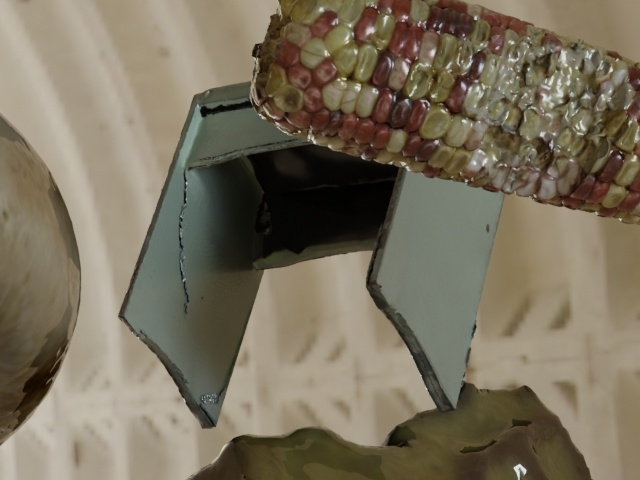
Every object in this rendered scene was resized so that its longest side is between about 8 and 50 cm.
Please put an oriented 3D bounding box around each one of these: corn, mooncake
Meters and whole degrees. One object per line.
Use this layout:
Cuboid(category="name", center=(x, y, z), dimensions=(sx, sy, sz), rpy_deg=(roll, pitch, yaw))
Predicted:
Cuboid(category="corn", center=(0.104, -0.069, 1.009), dimensions=(0.098, 0.289, 0.098), rpy_deg=(-164, -90, -84))
Cuboid(category="mooncake", center=(0.062, 0.271, 1.619), dimensions=(0.246, 0.393, 0.394), rpy_deg=(-47, -169, 37))

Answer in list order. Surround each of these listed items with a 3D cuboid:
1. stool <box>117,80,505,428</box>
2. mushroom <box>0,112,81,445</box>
Cuboid(category="stool", center=(0.000, 0.000, 1.599), dimensions=(0.243, 0.170, 0.270), rpy_deg=(-8, -134, 27))
Cuboid(category="mushroom", center=(-0.319, 0.052, 1.090), dimensions=(0.362, 0.362, 0.295), rpy_deg=(-51, -142, 48))
